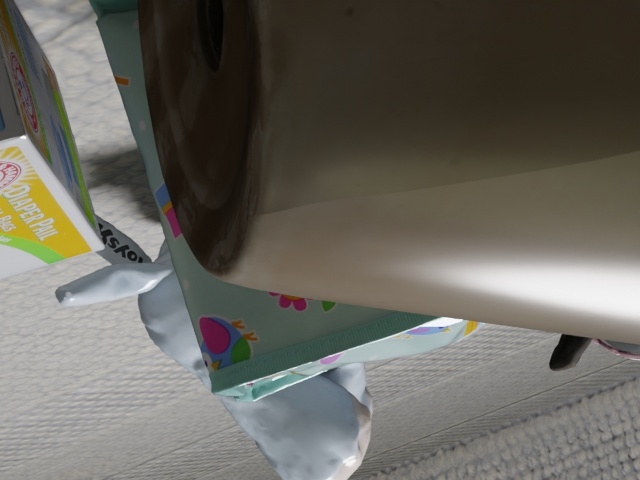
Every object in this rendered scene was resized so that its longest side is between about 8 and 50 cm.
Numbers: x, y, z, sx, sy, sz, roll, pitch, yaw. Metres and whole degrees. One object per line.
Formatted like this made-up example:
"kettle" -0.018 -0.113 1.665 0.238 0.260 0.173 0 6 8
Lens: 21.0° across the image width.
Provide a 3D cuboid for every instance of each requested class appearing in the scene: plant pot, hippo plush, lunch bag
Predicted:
"plant pot" 0.087 -0.091 0.644 0.280 0.323 0.323 -6 163 -18
"hippo plush" 0.000 0.000 1.206 0.236 0.234 0.294 -39 118 13
"lunch bag" 0.044 -0.058 0.876 0.262 0.223 0.160 -19 172 1

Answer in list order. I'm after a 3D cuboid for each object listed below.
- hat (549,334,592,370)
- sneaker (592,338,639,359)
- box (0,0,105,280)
"hat" 0.159 -0.080 1.052 0.134 0.331 0.331 23 168 7
"sneaker" 0.150 0.014 1.309 0.162 0.106 0.281 2 -162 -28
"box" -0.185 -0.055 0.844 0.103 0.114 0.203 -17 165 -2
